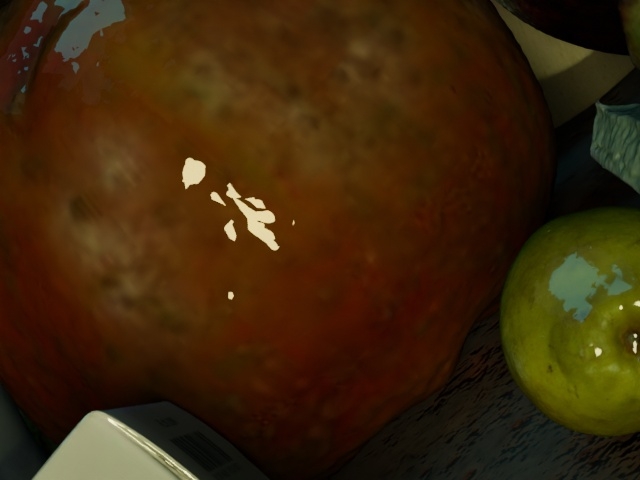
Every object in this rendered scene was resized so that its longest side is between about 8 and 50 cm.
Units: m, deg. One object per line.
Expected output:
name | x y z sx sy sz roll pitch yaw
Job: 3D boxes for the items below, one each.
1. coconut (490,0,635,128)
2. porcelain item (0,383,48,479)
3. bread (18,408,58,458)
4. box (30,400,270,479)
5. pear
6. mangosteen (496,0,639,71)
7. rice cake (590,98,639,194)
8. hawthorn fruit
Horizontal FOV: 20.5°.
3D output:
coconut | 0.138 -0.199 1.328 0.259 0.259 0.259 -41 12 11
porcelain item | -0.262 0.161 1.282 0.141 0.259 0.141 -40 10 9
bread | -0.255 0.193 1.517 0.172 0.103 0.132 -33 -1 38
box | -0.146 0.221 0.855 0.299 0.106 0.200 -50 -6 0
pear | 0.134 0.036 0.816 0.107 0.107 0.131 -43 11 1
mangosteen | 0.227 -0.247 1.080 0.330 0.330 0.330 -41 12 11
rice cake | 0.197 -0.019 0.786 0.237 0.127 0.043 -104 28 -74
hawthorn fruit | -0.066 -0.058 1.114 0.403 0.403 0.403 -41 12 11
